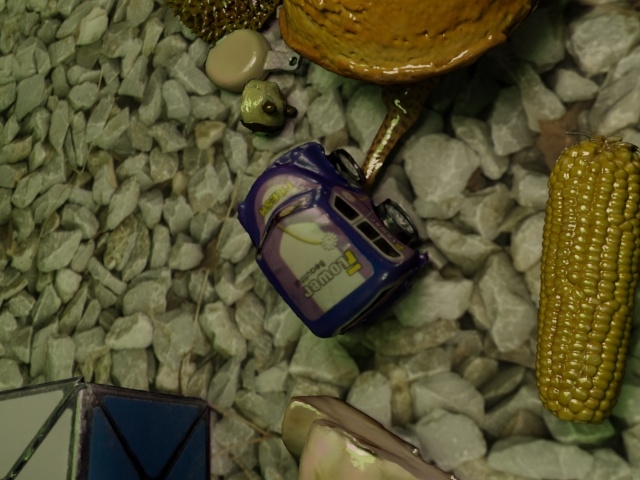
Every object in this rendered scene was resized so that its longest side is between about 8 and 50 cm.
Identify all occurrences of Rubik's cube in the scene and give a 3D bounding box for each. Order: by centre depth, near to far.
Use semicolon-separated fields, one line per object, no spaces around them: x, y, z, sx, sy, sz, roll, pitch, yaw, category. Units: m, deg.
-0.311;0.326;0.960;0.255;0.259;0.260;-12;66;25;Rubik's cube

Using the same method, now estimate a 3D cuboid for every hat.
-0.076;-0.192;1.081;0.059;0.077;0.076;1;75;30;hat

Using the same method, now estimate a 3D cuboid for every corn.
0.283;0.038;0.792;0.106;0.106;0.305;3;78;30;corn

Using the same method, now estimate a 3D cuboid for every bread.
0.103;-0.357;0.916;0.337;0.204;0.358;-43;46;-21;bread

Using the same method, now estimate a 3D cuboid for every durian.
-0.151;-0.416;1.157;0.237;0.138;0.193;-12;69;26;durian

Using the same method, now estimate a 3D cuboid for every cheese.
-0.099;-0.278;1.139;0.171;0.048;0.092;-11;72;27;cheese

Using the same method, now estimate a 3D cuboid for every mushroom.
0.026;0.289;0.829;0.236;0.162;0.173;25;87;35;mushroom

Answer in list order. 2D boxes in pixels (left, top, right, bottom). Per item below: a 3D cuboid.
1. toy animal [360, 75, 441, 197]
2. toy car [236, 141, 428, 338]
0.095;-0.187;0.999;0.149;0.054;0.275;-3;75;32;toy animal
0.000;0.000;0.906;0.172;0.158;0.235;-43;84;18;toy car
